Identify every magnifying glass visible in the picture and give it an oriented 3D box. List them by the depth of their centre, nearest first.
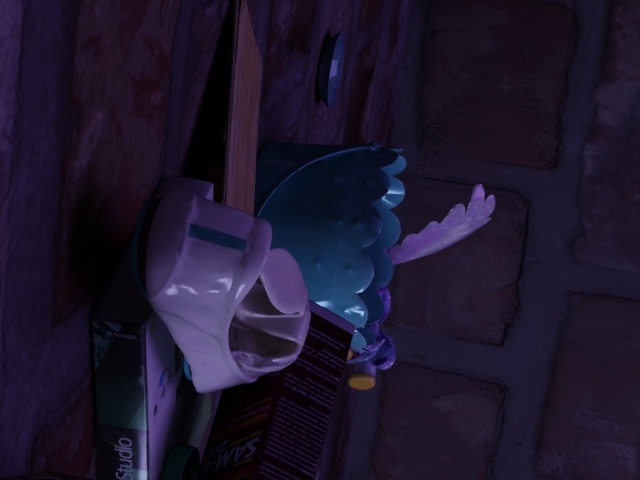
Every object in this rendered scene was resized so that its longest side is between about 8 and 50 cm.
[{"bbox_3d":[-0.138,0.278,1.637,0.231,0.026,0.092,87,16,-64],"label":"magnifying glass"}]

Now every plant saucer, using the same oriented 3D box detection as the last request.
[{"bbox_3d":[0.015,-0.265,2.449,0.119,0.021,0.119,10,90,-82],"label":"plant saucer"}]

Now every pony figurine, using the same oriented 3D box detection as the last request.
[{"bbox_3d":[0.056,0.036,2.403,0.351,0.303,0.363,-35,-141,54],"label":"pony figurine"}]

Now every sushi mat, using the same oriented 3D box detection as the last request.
[{"bbox_3d":[-0.088,-0.100,1.736,0.151,0.019,0.316,79,12,-63],"label":"sushi mat"}]

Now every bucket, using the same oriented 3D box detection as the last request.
[{"bbox_3d":[0.000,0.000,2.092,0.281,0.183,0.281,9,90,-82],"label":"bucket"}]

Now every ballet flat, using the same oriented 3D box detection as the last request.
[{"bbox_3d":[-0.073,0.063,1.455,0.400,0.139,0.139,74,27,-71],"label":"ballet flat"}]

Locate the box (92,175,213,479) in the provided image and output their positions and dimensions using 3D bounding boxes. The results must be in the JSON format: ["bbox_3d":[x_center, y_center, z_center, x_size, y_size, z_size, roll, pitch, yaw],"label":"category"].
[{"bbox_3d":[-0.162,0.130,1.573,0.232,0.058,0.322,-70,165,-52],"label":"box"}]

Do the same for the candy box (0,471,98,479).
[{"bbox_3d":[-0.194,0.221,1.264,0.186,0.109,0.053,50,50,-80],"label":"candy box"}]

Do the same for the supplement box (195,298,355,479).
[{"bbox_3d":[-0.053,0.189,1.589,0.130,0.073,0.239,-32,-145,49],"label":"supplement box"}]

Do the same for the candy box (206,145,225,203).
[{"bbox_3d":[-0.115,-0.006,1.836,0.105,0.027,0.206,-58,156,-65],"label":"candy box"}]
